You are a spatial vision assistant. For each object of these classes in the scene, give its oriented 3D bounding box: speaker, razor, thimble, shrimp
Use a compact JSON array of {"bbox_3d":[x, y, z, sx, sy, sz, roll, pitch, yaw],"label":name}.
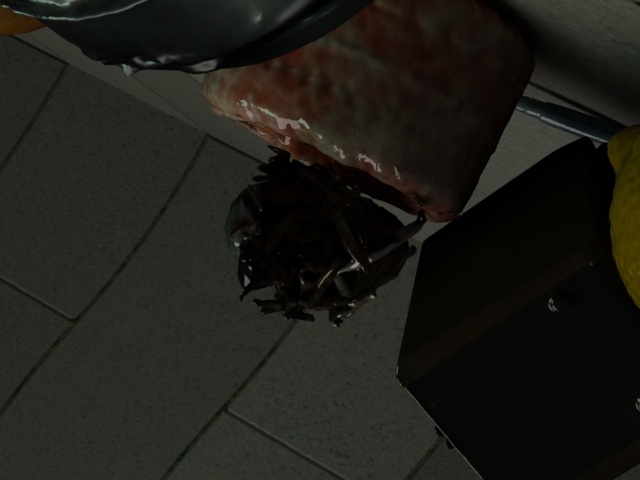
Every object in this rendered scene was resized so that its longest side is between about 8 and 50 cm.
[{"bbox_3d":[0.169,0.055,1.030,0.153,0.192,0.231,50,-159,-12],"label":"speaker"},{"bbox_3d":[0.200,-0.104,1.202,0.135,0.040,0.068,21,176,15],"label":"razor"},{"bbox_3d":[0.036,-0.128,1.108,0.239,0.162,0.239,27,179,1],"label":"thimble"},{"bbox_3d":[-0.007,0.003,1.059,0.145,0.116,0.343,25,-175,10],"label":"shrimp"}]

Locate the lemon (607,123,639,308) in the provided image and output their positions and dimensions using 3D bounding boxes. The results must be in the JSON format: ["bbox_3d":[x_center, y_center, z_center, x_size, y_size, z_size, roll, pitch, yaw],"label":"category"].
[{"bbox_3d":[0.268,-0.003,0.829,0.244,0.187,0.187,30,178,28],"label":"lemon"}]

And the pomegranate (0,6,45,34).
[{"bbox_3d":[-0.259,-0.258,1.144,0.191,0.191,0.191,29,177,2],"label":"pomegranate"}]

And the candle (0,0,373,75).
[{"bbox_3d":[-0.104,-0.213,0.495,0.221,0.221,0.342,26,174,38],"label":"candle"}]
